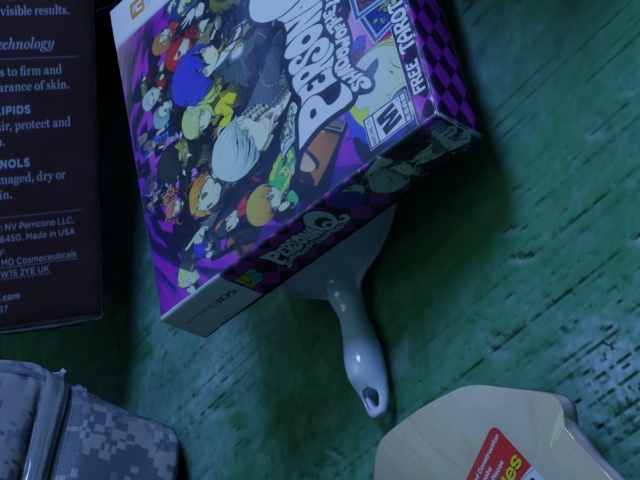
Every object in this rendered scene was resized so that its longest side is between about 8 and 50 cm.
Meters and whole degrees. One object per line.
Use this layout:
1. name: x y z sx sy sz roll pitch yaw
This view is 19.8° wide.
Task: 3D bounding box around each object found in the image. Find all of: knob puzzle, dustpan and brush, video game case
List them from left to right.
1. video game case: -0.024 -0.095 1.014 0.210 0.042 0.232 -36 50 31
2. dustpan and brush: 0.000 0.000 1.026 0.147 0.060 0.211 -32 52 33
3. knob puzzle: 0.087 0.156 0.895 0.213 0.030 0.213 -9 79 54

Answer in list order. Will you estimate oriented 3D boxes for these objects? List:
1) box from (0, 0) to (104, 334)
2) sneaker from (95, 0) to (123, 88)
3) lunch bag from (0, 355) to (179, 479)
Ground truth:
1. box: -0.249 -0.137 1.192 0.191 0.143 0.381 7 99 49
2. sneaker: -0.171 -0.140 1.267 0.232 0.081 0.090 -28 79 48
3. lunch bag: -0.268 0.189 1.161 0.305 0.256 0.213 -34 39 49
